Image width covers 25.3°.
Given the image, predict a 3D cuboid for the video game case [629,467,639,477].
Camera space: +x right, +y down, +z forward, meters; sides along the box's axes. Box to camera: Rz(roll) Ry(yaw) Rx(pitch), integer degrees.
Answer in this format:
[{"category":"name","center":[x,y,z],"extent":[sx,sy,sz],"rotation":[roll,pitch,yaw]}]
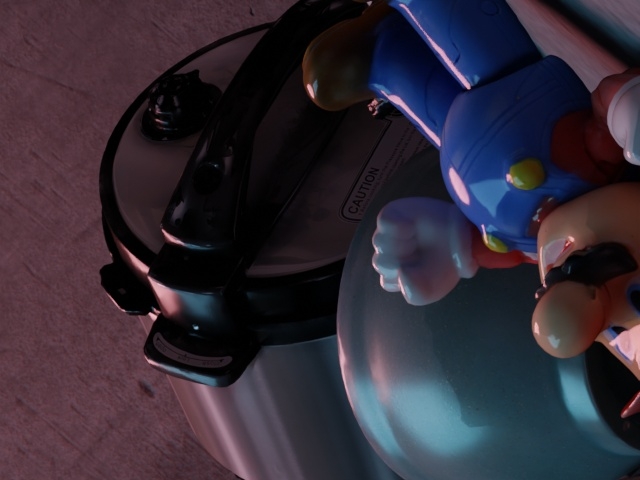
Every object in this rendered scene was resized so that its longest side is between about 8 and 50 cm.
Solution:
[{"category":"video game case","center":[0.360,0.206,1.094],"extent":[0.204,0.025,0.285],"rotation":[33,-142,26]}]

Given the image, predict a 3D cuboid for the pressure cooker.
[{"category":"pressure cooker","center":[-0.006,0.000,1.304],"extent":[0.370,0.375,0.420],"rotation":[-114,5,-45]}]

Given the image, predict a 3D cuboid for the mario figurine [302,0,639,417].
[{"category":"mario figurine","center":[0.100,-0.024,0.701],"extent":[0.320,0.170,0.198],"rotation":[47,-178,25]}]

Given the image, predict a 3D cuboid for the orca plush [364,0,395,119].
[{"category":"orca plush","center":[0.055,-0.137,0.984],"extent":[0.151,0.102,0.287],"rotation":[41,-175,-10]}]

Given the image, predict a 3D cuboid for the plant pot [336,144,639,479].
[{"category":"plant pot","center":[0.185,0.062,1.071],"extent":[0.293,0.293,0.196],"rotation":[39,159,-30]}]

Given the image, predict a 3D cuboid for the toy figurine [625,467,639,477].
[{"category":"toy figurine","center":[0.454,0.221,1.647],"extent":[0.209,0.213,0.148],"rotation":[39,-166,-3]}]

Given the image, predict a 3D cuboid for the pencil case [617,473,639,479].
[{"category":"pencil case","center":[0.248,0.181,0.678],"extent":[0.410,0.160,0.183],"rotation":[1,-117,-52]}]
